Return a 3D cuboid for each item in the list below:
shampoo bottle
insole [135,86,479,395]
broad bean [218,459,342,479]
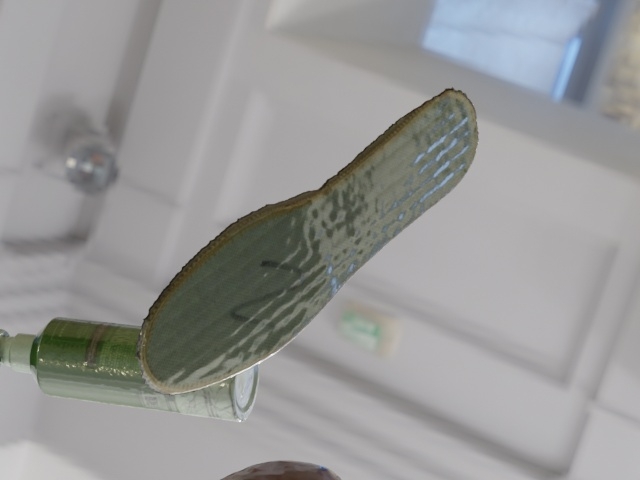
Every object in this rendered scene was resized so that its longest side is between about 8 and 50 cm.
[{"bbox_3d":[-0.150,0.092,1.387,0.204,0.065,0.065,6,-170,16],"label":"shampoo bottle"},{"bbox_3d":[0.000,0.000,0.742,0.188,0.064,0.004,-38,-140,-29],"label":"insole"},{"bbox_3d":[-0.060,0.216,1.017,0.122,0.228,0.156,47,-172,24],"label":"broad bean"}]
